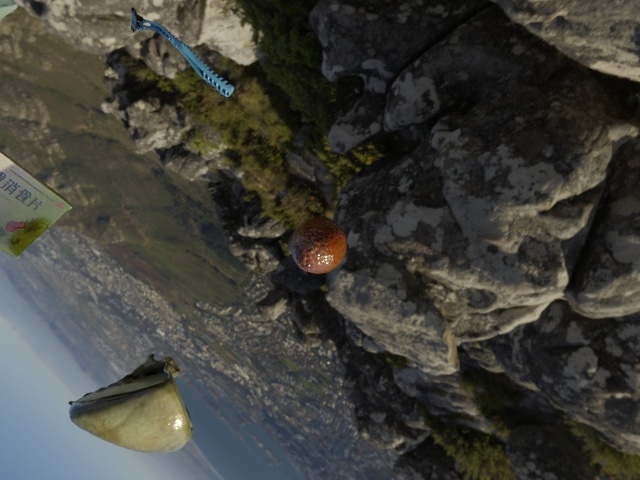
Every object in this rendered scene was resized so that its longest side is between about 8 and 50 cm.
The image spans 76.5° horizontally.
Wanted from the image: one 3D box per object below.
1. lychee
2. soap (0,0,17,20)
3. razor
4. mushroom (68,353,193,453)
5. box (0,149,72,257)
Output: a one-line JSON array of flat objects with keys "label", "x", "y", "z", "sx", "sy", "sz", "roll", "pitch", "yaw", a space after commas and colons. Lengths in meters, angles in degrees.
[{"label": "lychee", "x": 0.001, "y": 0.001, "z": 0.745, "sx": 0.101, "sy": 0.140, "sz": 0.114, "roll": -7, "pitch": 107, "yaw": 44}, {"label": "soap", "x": -0.692, "y": -0.489, "z": 0.679, "sx": 0.088, "sy": 0.159, "sz": 0.265, "roll": -25, "pitch": 123, "yaw": 20}, {"label": "razor", "x": -0.306, "y": -0.418, "z": 0.916, "sx": 0.253, "sy": 0.042, "sz": 0.082, "roll": 36, "pitch": 167, "yaw": -23}, {"label": "mushroom", "x": -0.414, "y": 0.385, "z": 0.903, "sx": 0.292, "sy": 0.218, "sz": 0.211, "roll": 12, "pitch": 121, "yaw": 67}, {"label": "box", "x": -0.733, "y": -0.102, "z": 0.904, "sx": 0.062, "sy": 0.175, "sz": 0.260, "roll": 29, "pitch": 162, "yaw": 40}]
